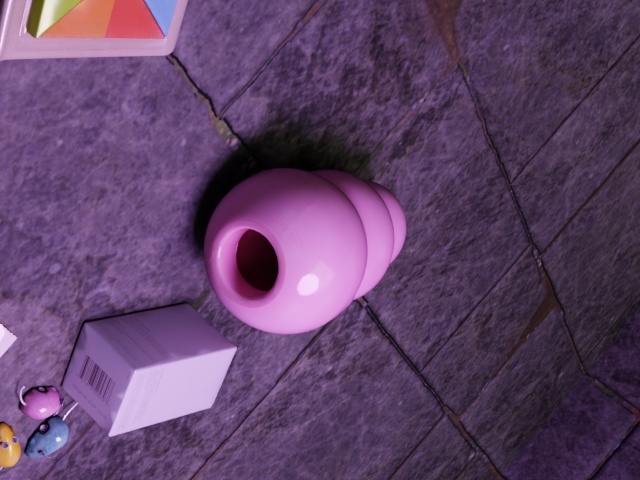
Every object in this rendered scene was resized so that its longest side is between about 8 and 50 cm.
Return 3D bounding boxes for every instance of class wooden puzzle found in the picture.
[{"bbox_3d":[-0.192,-0.270,1.177,0.239,0.044,0.220,-14,133,-48],"label":"wooden puzzle"}]

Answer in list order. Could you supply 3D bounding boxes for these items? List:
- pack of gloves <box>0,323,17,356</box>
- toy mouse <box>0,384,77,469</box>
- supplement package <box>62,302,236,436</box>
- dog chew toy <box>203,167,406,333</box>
[{"bbox_3d":[-0.455,0.134,1.274,0.232,0.046,0.195,-50,139,-10],"label":"pack of gloves"},{"bbox_3d":[-0.341,0.228,1.527,0.143,0.031,0.161,-22,139,-41],"label":"toy mouse"},{"bbox_3d":[-0.213,0.159,1.556,0.179,0.105,0.105,-8,129,-50],"label":"supplement package"},{"bbox_3d":[0.000,0.000,1.600,0.332,0.207,0.206,-17,136,-57],"label":"dog chew toy"}]
